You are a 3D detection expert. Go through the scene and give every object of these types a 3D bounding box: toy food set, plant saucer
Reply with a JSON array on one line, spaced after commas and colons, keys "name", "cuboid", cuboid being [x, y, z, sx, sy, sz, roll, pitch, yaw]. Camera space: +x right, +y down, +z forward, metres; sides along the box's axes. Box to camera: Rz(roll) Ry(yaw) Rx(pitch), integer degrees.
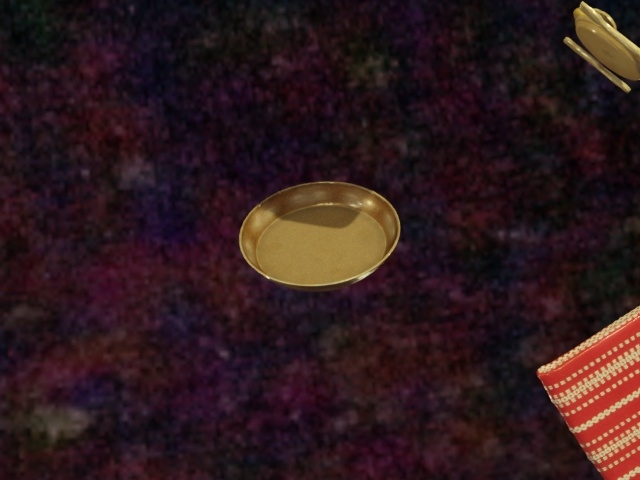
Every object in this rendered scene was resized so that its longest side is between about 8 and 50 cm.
[{"name": "toy food set", "cuboid": [0.383, -0.261, 1.763, 0.038, 0.132, 0.192, -49, 174, -2]}, {"name": "plant saucer", "cuboid": [0.000, 0.000, 1.410, 0.168, 0.168, 0.029, -8, 129, -1]}]

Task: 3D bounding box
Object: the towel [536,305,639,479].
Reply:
[{"name": "towel", "cuboid": [0.319, 0.152, 1.073, 0.199, 0.031, 0.275, -34, 110, 6]}]
